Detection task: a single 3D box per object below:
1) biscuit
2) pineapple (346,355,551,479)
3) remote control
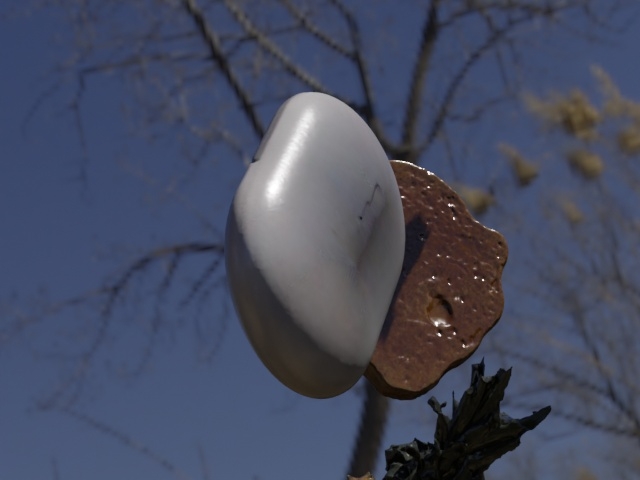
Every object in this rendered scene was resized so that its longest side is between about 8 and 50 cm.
[{"bbox_3d":[0.086,0.039,2.042,0.273,0.257,0.049,-52,-5,-28],"label":"biscuit"},{"bbox_3d":[0.127,0.302,2.167,0.364,0.165,0.165,-39,-20,-1],"label":"pineapple"},{"bbox_3d":[0.000,0.000,1.619,0.103,0.332,0.221,-12,-60,26],"label":"remote control"}]
